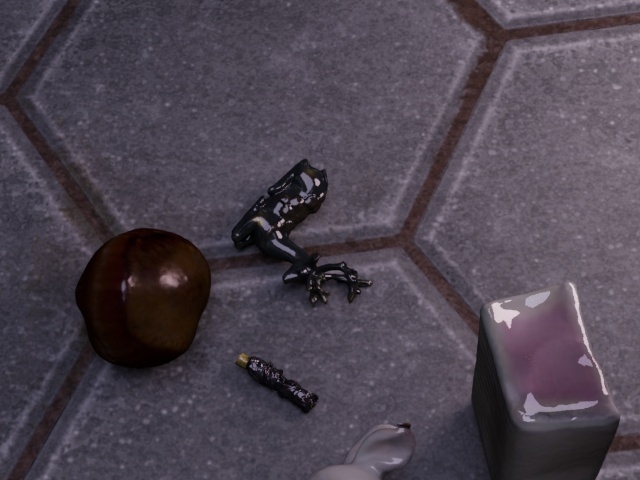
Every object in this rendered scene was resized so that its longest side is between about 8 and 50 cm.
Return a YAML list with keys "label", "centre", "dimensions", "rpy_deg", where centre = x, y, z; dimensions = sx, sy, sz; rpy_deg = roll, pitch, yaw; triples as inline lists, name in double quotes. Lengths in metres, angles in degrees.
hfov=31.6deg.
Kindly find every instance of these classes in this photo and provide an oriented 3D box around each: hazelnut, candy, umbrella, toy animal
- label: "hazelnut"
  centre: [-0.285, 0.083, 1.787]
  dimensions: [0.229, 0.229, 0.229]
  rpy_deg: [-1, 64, 3]
- label: "candy"
  centre: [0.305, 0.230, 1.588]
  dimensions: [0.145, 0.359, 0.208]
  rpy_deg: [-12, 60, -2]
- label: "umbrella"
  centre: [-0.069, 0.221, 1.786]
  dimensions: [0.144, 0.037, 0.040]
  rpy_deg: [31, 83, 13]
- label: "toy animal"
  centre: [0.076, 0.425, 1.608]
  dimensions: [0.247, 0.183, 0.310]
  rpy_deg: [-26, 60, -14]

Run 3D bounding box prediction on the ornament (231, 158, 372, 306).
- label: "ornament"
  centre: [0.000, 0.000, 1.869]
  dimensions: [0.236, 0.080, 0.202]
  rpy_deg: [39, 75, 22]
